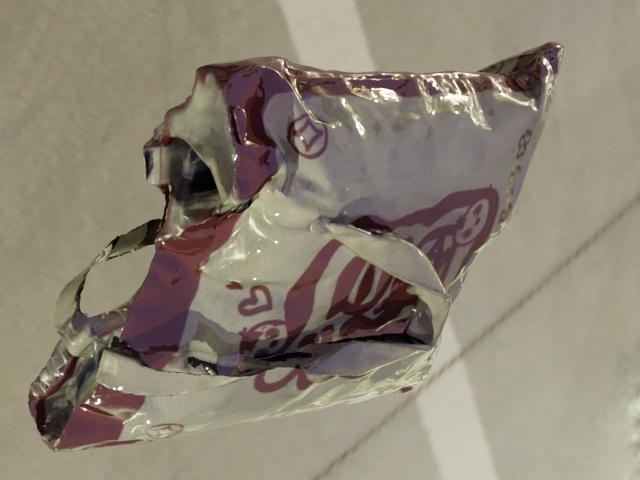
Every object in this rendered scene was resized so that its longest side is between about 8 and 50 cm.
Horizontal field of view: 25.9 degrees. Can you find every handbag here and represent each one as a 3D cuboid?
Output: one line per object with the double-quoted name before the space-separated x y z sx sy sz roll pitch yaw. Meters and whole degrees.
"handbag" 0.000 0.000 0.637 0.235 0.127 0.213 -4 132 -42
